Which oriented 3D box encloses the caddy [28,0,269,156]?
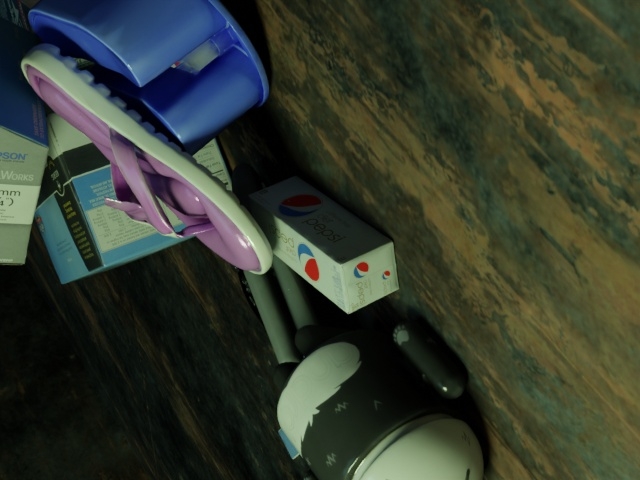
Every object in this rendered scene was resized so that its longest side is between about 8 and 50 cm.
[{"bbox_3d":[-0.204,-0.248,1.379,0.341,0.179,0.241,27,157,49],"label":"caddy"}]

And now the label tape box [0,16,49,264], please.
[{"bbox_3d":[-0.429,-0.164,1.479,0.334,0.105,0.241,115,149,-41],"label":"label tape box"}]

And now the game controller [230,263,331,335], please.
[{"bbox_3d":[-0.028,0.137,1.509,0.319,0.067,0.166,51,153,34],"label":"game controller"}]

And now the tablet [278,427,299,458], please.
[{"bbox_3d":[-0.048,0.329,1.823,0.054,0.006,0.083,61,156,13],"label":"tablet"}]

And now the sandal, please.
[{"bbox_3d":[-0.229,-0.077,1.355,0.416,0.102,0.169,40,164,17],"label":"sandal"}]

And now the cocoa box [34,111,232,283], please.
[{"bbox_3d":[-0.302,-0.084,1.677,0.347,0.231,0.228,-16,96,67],"label":"cocoa box"}]

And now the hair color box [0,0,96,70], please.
[{"bbox_3d":[-0.398,-0.369,1.690,0.347,0.173,0.105,38,146,49],"label":"hair color box"}]

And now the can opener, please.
[{"bbox_3d":[-0.069,0.036,1.418,0.280,0.074,0.093,67,-172,23],"label":"can opener"}]

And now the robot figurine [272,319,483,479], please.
[{"bbox_3d":[0.063,0.213,1.250,0.278,0.173,0.209,47,155,39],"label":"robot figurine"}]

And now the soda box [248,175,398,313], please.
[{"bbox_3d":[0.000,0.000,1.299,0.216,0.074,0.069,37,144,49],"label":"soda box"}]
